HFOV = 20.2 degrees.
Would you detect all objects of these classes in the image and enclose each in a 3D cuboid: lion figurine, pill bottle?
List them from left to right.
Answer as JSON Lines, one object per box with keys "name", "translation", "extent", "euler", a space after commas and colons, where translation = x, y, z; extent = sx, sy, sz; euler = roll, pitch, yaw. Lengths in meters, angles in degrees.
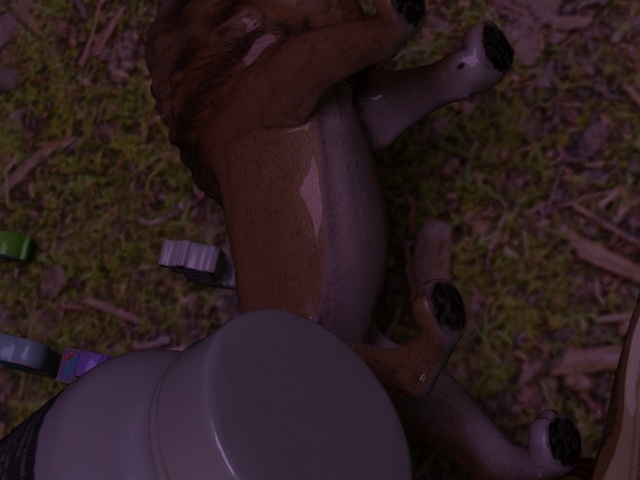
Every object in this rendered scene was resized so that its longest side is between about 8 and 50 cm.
{"name": "pill bottle", "translation": [-0.104, 0.165, 0.936], "extent": [0.318, 0.176, 0.176], "euler": [-38, 59, 36]}
{"name": "lion figurine", "translation": [0.000, 0.000, 1.008], "extent": [0.240, 0.142, 0.392], "euler": [-20, 66, 41]}

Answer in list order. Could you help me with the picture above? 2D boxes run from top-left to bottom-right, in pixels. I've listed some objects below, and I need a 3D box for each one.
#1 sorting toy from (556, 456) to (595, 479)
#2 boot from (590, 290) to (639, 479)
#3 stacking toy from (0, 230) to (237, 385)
{"name": "sorting toy", "translation": [0.116, 0.149, 0.978], "extent": [0.102, 0.042, 0.061], "euler": [-33, 63, 11]}
{"name": "boot", "translation": [0.248, 0.104, 0.906], "extent": [0.203, 0.095, 0.262], "euler": [10, 63, 18]}
{"name": "stacking toy", "translation": [-0.161, 0.078, 1.121], "extent": [0.221, 0.052, 0.167], "euler": [6, 76, 27]}
